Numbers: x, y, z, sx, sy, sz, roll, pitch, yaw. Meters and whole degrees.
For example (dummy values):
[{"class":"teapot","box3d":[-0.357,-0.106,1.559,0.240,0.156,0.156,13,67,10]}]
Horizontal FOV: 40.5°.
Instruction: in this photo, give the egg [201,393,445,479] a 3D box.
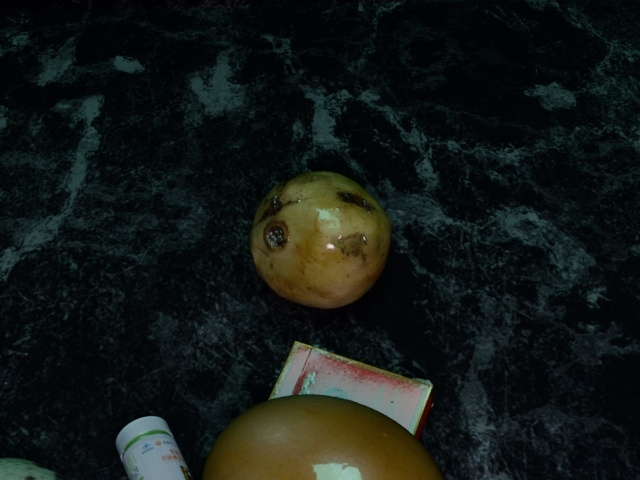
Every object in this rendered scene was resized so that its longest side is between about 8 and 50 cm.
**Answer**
[{"class":"egg","box3d":[0.007,0.349,1.136,0.351,0.283,0.282,19,44,23]}]

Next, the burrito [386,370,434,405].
[{"class":"burrito","box3d":[0.105,0.240,1.439,0.171,0.051,0.042,11,24,16]}]

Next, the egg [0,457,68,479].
[{"class":"egg","box3d":[-0.379,0.432,1.036,0.287,0.288,0.379,-6,43,-7]}]

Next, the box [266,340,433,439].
[{"class":"box","box3d":[0.041,0.268,1.365,0.239,0.074,0.153,16,65,17]}]

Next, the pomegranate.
[{"class":"pomegranate","box3d":[0.000,0.000,1.583,0.260,0.260,0.260,0,41,0]}]

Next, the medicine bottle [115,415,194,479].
[{"class":"medicine bottle","box3d":[-0.234,0.354,1.280,0.086,0.086,0.183,-19,45,-20]}]
